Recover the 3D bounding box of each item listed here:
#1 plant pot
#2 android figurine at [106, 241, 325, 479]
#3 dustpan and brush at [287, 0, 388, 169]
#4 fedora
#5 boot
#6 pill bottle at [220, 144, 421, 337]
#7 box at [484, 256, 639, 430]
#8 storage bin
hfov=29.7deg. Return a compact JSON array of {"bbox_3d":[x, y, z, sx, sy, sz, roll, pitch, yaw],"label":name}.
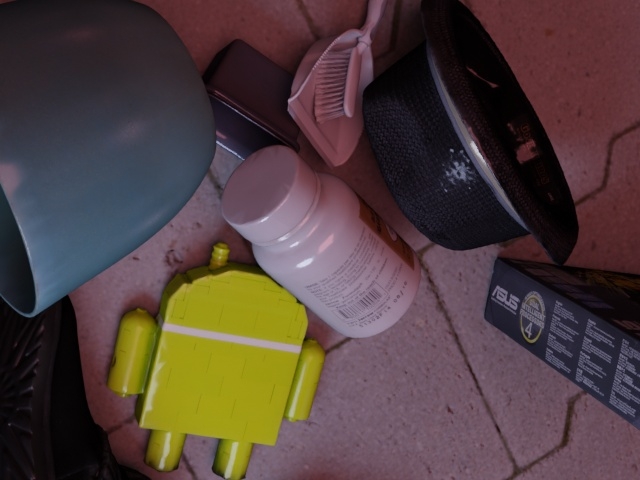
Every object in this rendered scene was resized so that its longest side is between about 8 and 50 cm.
[{"bbox_3d":[-0.246,-0.109,1.182,0.235,0.293,0.293,-29,109,-24],"label":"plant pot"},{"bbox_3d":[-0.114,0.138,1.387,0.248,0.056,0.273,10,100,-19],"label":"android figurine"},{"bbox_3d":[0.034,-0.203,1.349,0.147,0.060,0.211,50,46,-55],"label":"dustpan and brush"},{"bbox_3d":[0.152,-0.101,1.343,0.152,0.334,0.334,-27,111,21],"label":"fedora"},{"bbox_3d":[-0.267,0.214,1.305,0.131,0.348,0.260,-18,149,25],"label":"boot"},{"bbox_3d":[0.000,0.000,1.321,0.131,0.131,0.229,-50,130,-2],"label":"pill bottle"},{"bbox_3d":[0.410,0.121,1.370,0.318,0.395,0.097,5,102,-17],"label":"box"},{"bbox_3d":[-0.079,-0.150,1.326,0.135,0.098,0.091,33,63,-20],"label":"storage bin"}]
